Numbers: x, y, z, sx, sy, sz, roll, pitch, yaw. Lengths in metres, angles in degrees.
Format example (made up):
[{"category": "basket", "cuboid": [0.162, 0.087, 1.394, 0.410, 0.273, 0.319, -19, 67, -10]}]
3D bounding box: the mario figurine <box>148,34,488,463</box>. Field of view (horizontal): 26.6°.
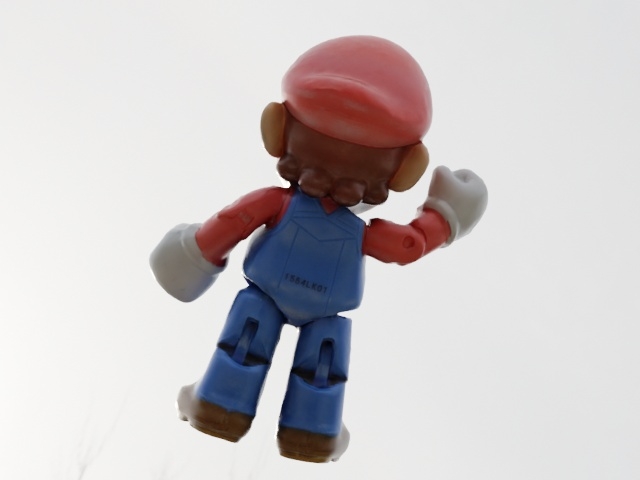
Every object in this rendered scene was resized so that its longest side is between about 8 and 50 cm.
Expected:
[{"category": "mario figurine", "cuboid": [0.000, 0.000, 1.036, 0.198, 0.321, 0.170, 20, -4, -41]}]
